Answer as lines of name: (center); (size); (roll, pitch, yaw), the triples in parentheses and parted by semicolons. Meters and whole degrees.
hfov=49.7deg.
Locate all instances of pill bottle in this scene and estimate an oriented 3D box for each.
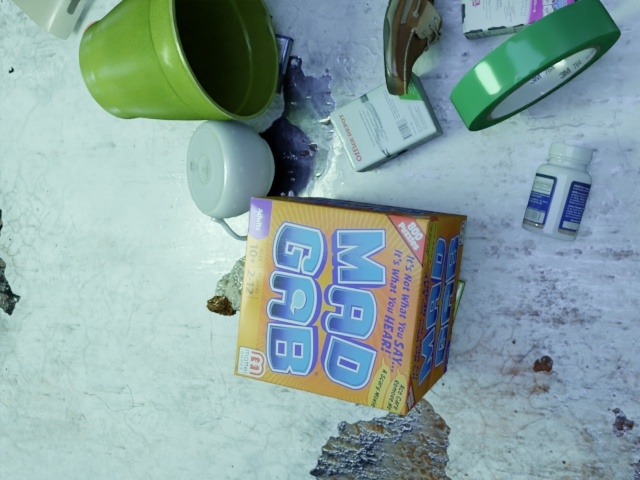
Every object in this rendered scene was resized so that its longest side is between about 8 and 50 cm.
pill bottle: (0.490, -0.101, 1.415); (0.111, 0.112, 0.187); (17, 100, 20)

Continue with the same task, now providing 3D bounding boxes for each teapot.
teapot: (-0.195, -0.167, 1.658); (0.256, 0.187, 0.253); (-52, 53, 43)

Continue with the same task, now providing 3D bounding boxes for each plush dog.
plush dog: (-0.143, 0.101, 1.622); (0.210, 0.225, 0.262); (42, 107, 14)

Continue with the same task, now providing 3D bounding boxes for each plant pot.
plant pot: (-0.341, -0.422, 1.563); (0.352, 0.366, 0.367); (-7, 91, 30)

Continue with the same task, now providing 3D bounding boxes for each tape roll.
tape roll: (0.405, -0.328, 1.322); (0.321, 0.321, 0.077); (-32, 82, 21)

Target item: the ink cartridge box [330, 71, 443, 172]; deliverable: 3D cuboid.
ink cartridge box: (0.147, -0.263, 1.556); (0.208, 0.087, 0.153); (-24, 85, 20)

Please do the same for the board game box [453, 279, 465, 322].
board game box: (0.191, 0.114, 1.591); (0.259, 0.039, 0.124); (18, 99, 18)

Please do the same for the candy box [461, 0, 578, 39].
candy box: (0.413, -0.519, 1.441); (0.233, 0.071, 0.159); (-1, 93, 22)

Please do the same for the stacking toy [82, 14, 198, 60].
stacking toy: (-0.434, -0.503, 1.795); (0.308, 0.130, 0.280); (-23, 111, 24)

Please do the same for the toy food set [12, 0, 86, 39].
toy food set: (-0.747, -0.724, 1.899); (0.306, 0.092, 0.220); (41, 108, 23)

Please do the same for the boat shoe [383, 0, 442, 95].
boat shoe: (0.199, -0.464, 1.468); (0.119, 0.122, 0.324); (4, 72, 9)

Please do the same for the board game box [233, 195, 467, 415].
board game box: (0.075, 0.104, 1.430); (0.356, 0.356, 0.357); (8, 96, 22)

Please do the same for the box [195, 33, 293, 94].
box: (-0.188, -0.453, 1.696); (0.225, 0.036, 0.137); (17, 100, 12)
